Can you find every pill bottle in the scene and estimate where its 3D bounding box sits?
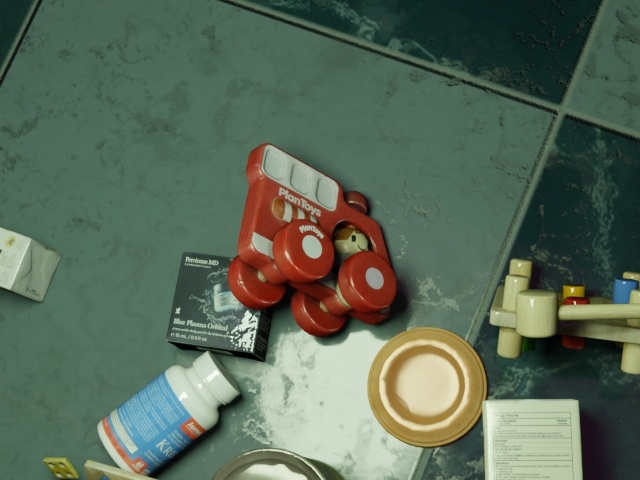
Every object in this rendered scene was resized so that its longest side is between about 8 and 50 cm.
[{"bbox_3d":[-0.247,0.285,1.894,0.221,0.124,0.124,-38,74,0],"label":"pill bottle"}]

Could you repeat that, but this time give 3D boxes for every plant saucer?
[{"bbox_3d":[0.174,0.239,1.882,0.200,0.037,0.200,-2,77,8],"label":"plant saucer"}]

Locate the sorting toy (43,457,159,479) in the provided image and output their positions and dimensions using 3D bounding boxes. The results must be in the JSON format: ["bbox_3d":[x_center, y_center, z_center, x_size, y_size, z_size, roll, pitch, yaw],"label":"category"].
[{"bbox_3d":[-0.331,0.427,1.868,0.274,0.132,0.046,13,45,12],"label":"sorting toy"}]

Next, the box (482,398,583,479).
[{"bbox_3d":[0.329,0.368,1.779,0.148,0.127,0.232,-1,76,9],"label":"box"}]

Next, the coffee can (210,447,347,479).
[{"bbox_3d":[-0.053,0.426,1.750,0.201,0.275,0.202,-2,76,9],"label":"coffee can"}]

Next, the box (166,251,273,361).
[{"bbox_3d":[-0.164,0.112,1.939,0.156,0.093,0.158,7,77,11],"label":"box"}]

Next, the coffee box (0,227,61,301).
[{"bbox_3d":[-0.603,0.017,2.008,0.246,0.141,0.098,18,81,12],"label":"coffee box"}]

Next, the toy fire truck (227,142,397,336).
[{"bbox_3d":[0.000,0.000,1.871,0.302,0.169,0.254,26,56,-27],"label":"toy fire truck"}]

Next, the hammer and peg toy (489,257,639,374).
[{"bbox_3d":[0.389,0.122,1.716,0.265,0.361,0.127,6,98,10],"label":"hammer and peg toy"}]
